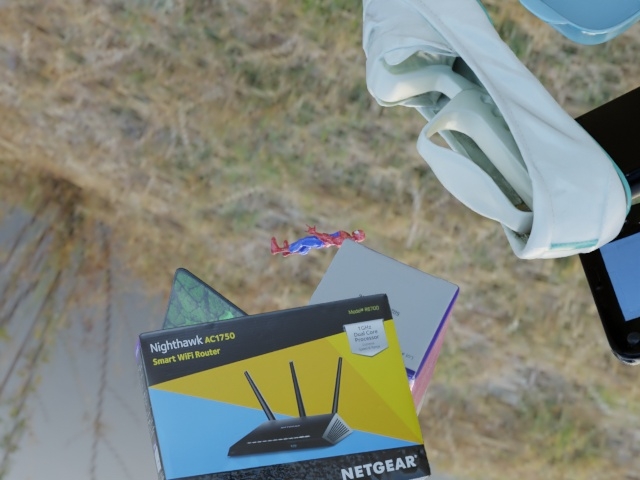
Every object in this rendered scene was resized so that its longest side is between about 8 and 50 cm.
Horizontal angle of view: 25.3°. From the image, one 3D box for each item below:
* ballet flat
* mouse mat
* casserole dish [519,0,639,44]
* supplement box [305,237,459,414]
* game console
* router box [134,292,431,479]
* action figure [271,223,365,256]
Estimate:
[{"bbox_3d":[0.126,-0.138,1.342,0.400,0.139,0.139,53,156,25],"label":"ballet flat"},{"bbox_3d":[-0.111,0.125,1.547,0.152,0.007,0.190,35,141,13],"label":"mouse mat"},{"bbox_3d":[0.224,-0.216,1.096,0.114,0.188,0.037,42,157,23],"label":"casserole dish"},{"bbox_3d":[0.037,0.120,1.275,0.111,0.114,0.220,24,142,10],"label":"supplement box"},{"bbox_3d":[0.319,-0.021,1.436,0.213,0.361,0.044,-27,128,16],"label":"game console"},{"bbox_3d":[-0.028,0.117,0.972,0.178,0.133,0.046,-9,163,-16],"label":"router box"},{"bbox_3d":[0.000,0.000,1.569,0.115,0.030,0.038,-4,165,34],"label":"action figure"}]
